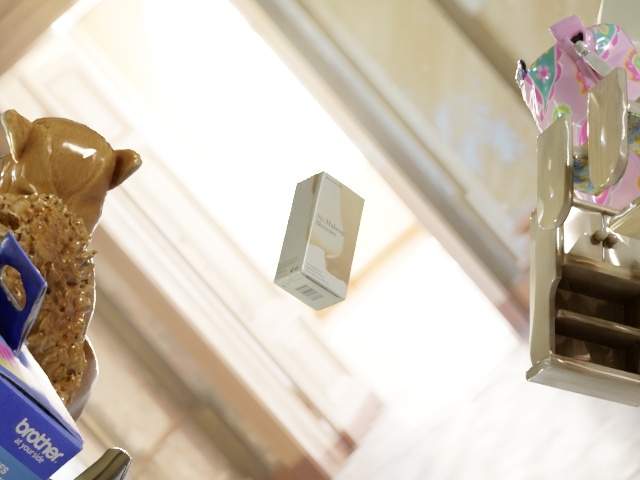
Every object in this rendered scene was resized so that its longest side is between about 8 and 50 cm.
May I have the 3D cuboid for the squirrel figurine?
[{"bbox_3d":[-0.351,0.033,2.092,0.370,0.281,0.397,-67,15,1],"label":"squirrel figurine"}]

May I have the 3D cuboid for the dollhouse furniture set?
[{"bbox_3d":[0.268,0.009,1.337,0.242,0.212,0.161,134,145,-56],"label":"dollhouse furniture set"}]

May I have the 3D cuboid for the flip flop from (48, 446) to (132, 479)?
[{"bbox_3d":[-0.278,0.269,1.658,0.112,0.080,0.277,-62,-12,29],"label":"flip flop"}]

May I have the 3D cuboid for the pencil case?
[{"bbox_3d":[0.287,-0.078,1.567,0.124,0.284,0.124,-15,-36,-11],"label":"pencil case"}]

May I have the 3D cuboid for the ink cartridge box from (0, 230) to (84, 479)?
[{"bbox_3d":[-0.399,0.165,1.559,0.395,0.151,0.270,-40,44,-3],"label":"ink cartridge box"}]

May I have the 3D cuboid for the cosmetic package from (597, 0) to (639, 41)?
[{"bbox_3d":[0.531,-0.339,2.271,0.153,0.296,0.129,-68,-14,-53],"label":"cosmetic package"}]

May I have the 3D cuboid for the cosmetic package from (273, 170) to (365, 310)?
[{"bbox_3d":[0.000,0.000,1.563,0.041,0.060,0.115,-23,45,43],"label":"cosmetic package"}]
